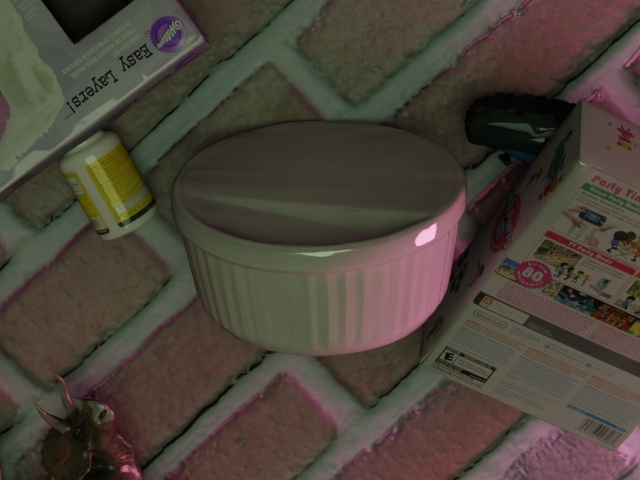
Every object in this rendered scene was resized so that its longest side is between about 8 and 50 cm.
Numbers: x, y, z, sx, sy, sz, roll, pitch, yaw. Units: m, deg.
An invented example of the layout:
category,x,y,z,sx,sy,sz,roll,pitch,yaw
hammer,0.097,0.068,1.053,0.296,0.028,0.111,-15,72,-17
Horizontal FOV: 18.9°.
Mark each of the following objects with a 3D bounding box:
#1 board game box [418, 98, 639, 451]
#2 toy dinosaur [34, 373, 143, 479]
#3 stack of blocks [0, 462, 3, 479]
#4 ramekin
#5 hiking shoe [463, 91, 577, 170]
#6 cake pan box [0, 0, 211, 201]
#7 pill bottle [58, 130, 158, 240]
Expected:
category,x,y,z,sx,sy,sz,roll,pitch,yaw
board game box,0.262,0.040,1.820,0.224,0.097,0.303,24,131,-13
toy dinosaur,-0.228,0.285,1.909,0.160,0.121,0.313,20,107,2
stack of blocks,-0.346,0.267,1.843,0.087,0.171,0.297,-9,88,-4
ramekin,0.000,0.000,1.768,0.273,0.273,0.127,-4,117,-5
hiking shoe,0.273,-0.049,1.854,0.304,0.113,0.132,17,104,-9
cake pan box,-0.267,-0.205,1.751,0.267,0.070,0.245,-35,93,3
pill bottle,-0.208,-0.064,1.824,0.065,0.065,0.116,-28,107,2
